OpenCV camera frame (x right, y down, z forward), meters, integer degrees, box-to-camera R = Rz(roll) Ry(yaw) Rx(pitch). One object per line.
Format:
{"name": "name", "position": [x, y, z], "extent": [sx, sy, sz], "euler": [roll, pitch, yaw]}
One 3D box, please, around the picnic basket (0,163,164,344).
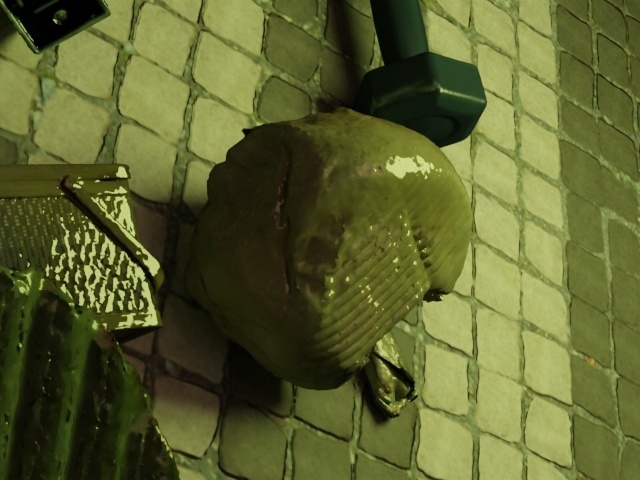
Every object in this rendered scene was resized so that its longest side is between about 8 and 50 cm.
{"name": "picnic basket", "position": [-0.273, 0.030, 1.122], "extent": [0.267, 0.165, 0.139], "euler": [-4, 77, -44]}

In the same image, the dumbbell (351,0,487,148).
{"name": "dumbbell", "position": [0.092, -0.262, 1.666], "extent": [0.143, 0.156, 0.316], "euler": [42, 34, -63]}

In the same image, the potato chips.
{"name": "potato chips", "position": [-0.230, 0.224, 0.998], "extent": [0.358, 0.070, 0.429], "euler": [4, 91, -45]}

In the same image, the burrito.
{"name": "burrito", "position": [0.055, 0.103, 1.492], "extent": [0.051, 0.042, 0.171], "euler": [-13, 73, -50]}

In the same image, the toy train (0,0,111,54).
{"name": "toy train", "position": [-0.319, -0.345, 1.223], "extent": [0.407, 0.086, 0.088], "euler": [61, 1, -42]}

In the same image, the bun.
{"name": "bun", "position": [-0.005, -0.008, 1.365], "extent": [0.205, 0.281, 0.282], "euler": [28, 29, 32]}
